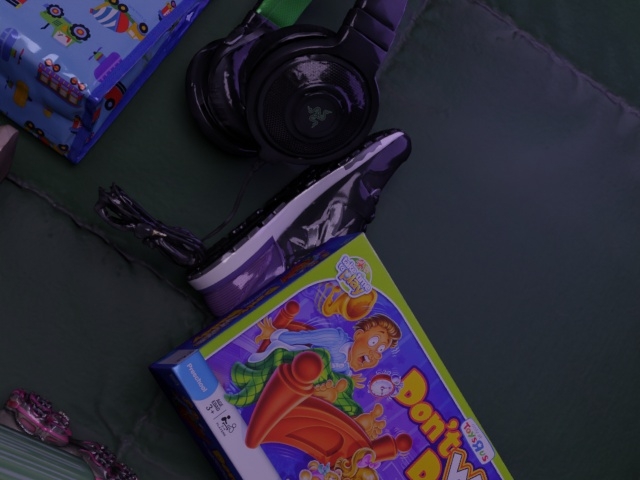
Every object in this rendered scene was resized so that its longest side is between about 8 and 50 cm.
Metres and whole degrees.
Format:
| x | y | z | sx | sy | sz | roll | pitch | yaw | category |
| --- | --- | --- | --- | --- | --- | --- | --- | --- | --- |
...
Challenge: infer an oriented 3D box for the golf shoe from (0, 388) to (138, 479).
| x | y | z | sx | sy | sz | roll | pitch | yaw | category |
| --- | --- | --- | --- | --- | --- | --- | --- | --- | --- |
| -0.238 | 0.225 | 1.368 | 0.186 | 0.067 | 0.086 | 39 | 94 | -2 | golf shoe |

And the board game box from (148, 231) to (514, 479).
| x | y | z | sx | sy | sz | roll | pitch | yaw | category |
| --- | --- | --- | --- | --- | --- | --- | --- | --- | --- |
| 0.027 | 0.200 | 1.393 | 0.233 | 0.078 | 0.347 | -36 | 100 | -22 | board game box |

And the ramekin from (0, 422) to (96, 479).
| x | y | z | sx | sy | sz | roll | pitch | yaw | category |
| --- | --- | --- | --- | --- | --- | --- | --- | --- | --- |
| -0.301 | 0.292 | 1.202 | 0.148 | 0.303 | 0.303 | 22 | 69 | -17 | ramekin |

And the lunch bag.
| x | y | z | sx | sy | sz | roll | pitch | yaw | category |
| --- | --- | --- | --- | --- | --- | --- | --- | --- | --- |
| -0.248 | -0.265 | 1.483 | 0.221 | 0.138 | 0.293 | 36 | 58 | -1 | lunch bag |

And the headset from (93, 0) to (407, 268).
| x | y | z | sx | sy | sz | roll | pitch | yaw | category |
| --- | --- | --- | --- | --- | --- | --- | --- | --- | --- |
| -0.064 | -0.157 | 1.430 | 0.185 | 0.243 | 0.394 | 31 | 82 | -28 | headset |

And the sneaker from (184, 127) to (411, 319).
| x | y | z | sx | sy | sz | roll | pitch | yaw | category |
| --- | --- | --- | --- | --- | --- | --- | --- | --- | --- |
| 0.000 | 0.000 | 1.493 | 0.283 | 0.107 | 0.124 | -39 | 102 | -19 | sneaker |

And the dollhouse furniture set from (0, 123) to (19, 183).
| x | y | z | sx | sy | sz | roll | pitch | yaw | category |
| --- | --- | --- | --- | --- | --- | --- | --- | --- | --- |
| -0.519 | -0.058 | 1.261 | 0.362 | 0.256 | 0.394 | 33 | 68 | -4 | dollhouse furniture set |
